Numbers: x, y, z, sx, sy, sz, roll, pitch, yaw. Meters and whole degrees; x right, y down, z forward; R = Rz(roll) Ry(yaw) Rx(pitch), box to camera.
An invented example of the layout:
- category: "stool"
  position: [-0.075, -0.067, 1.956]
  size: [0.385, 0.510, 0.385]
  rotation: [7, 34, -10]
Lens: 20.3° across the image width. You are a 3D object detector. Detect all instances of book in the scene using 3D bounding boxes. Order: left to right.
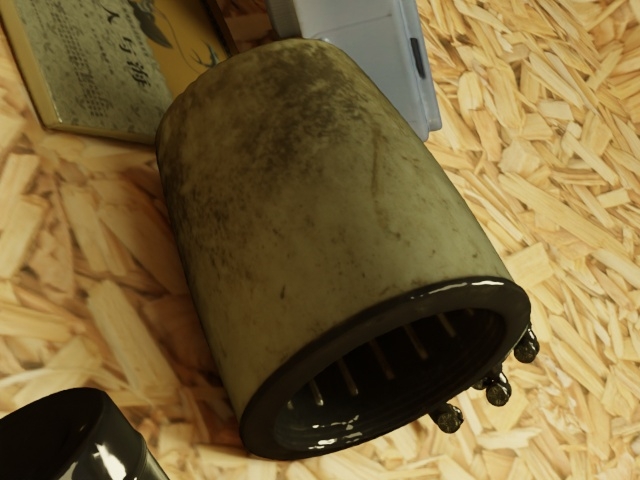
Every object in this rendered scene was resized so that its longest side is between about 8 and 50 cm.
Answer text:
- category: "book"
  position: [-0.197, -0.210, 1.846]
  size: [0.389, 0.032, 0.269]
  rotation: [4, 59, -59]

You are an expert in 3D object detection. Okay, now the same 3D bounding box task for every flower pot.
- category: "flower pot"
  position: [0.000, 0.000, 1.694]
  size: [0.293, 0.293, 0.330]
  rotation: [18, 40, -54]

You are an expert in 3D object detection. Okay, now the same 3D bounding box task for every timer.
- category: "timer"
  position: [0.016, -0.316, 2.099]
  size: [0.395, 0.173, 0.395]
  rotation: [-14, 90, -86]

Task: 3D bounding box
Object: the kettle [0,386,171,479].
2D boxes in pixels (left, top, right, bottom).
- category: "kettle"
  position: [-0.162, 0.313, 1.144]
  size: [0.324, 0.228, 0.321]
  rotation: [55, 51, -15]

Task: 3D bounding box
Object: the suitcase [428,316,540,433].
- category: "suitcase"
  position: [0.109, 0.045, 1.998]
  size: [0.312, 0.128, 0.202]
  rotation: [57, 25, -3]
